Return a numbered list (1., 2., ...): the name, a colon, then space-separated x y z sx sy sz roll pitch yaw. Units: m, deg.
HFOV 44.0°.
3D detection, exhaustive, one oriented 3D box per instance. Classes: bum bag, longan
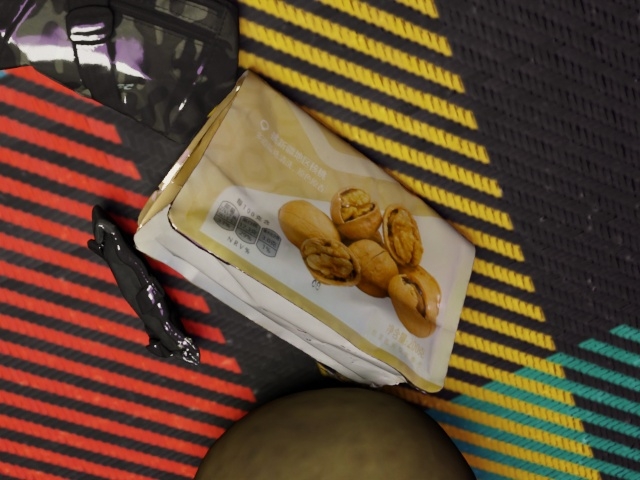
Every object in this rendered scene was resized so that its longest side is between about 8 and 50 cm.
1. bum bag: -0.187 0.051 0.815 0.049 0.087 0.197 -33 111 -15
2. longan: 0.018 0.298 0.813 0.319 0.319 0.319 -2 108 -7
3. bum bag: -0.241 -0.196 0.725 0.340 0.095 0.144 16 90 -13

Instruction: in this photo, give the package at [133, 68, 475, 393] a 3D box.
1. package: -0.020 0.016 0.811 0.311 0.221 0.165 35 140 -18
